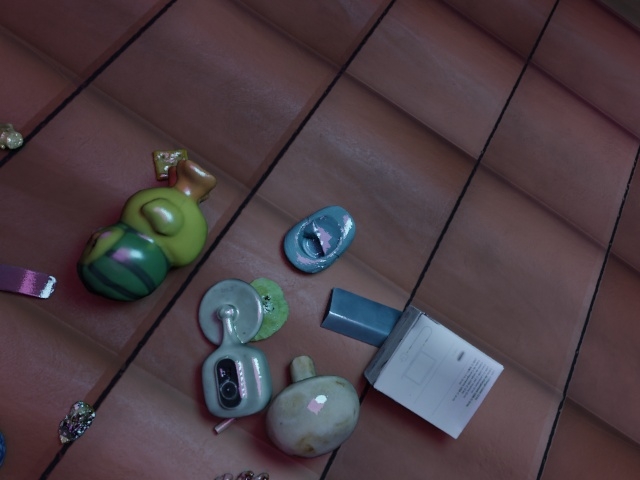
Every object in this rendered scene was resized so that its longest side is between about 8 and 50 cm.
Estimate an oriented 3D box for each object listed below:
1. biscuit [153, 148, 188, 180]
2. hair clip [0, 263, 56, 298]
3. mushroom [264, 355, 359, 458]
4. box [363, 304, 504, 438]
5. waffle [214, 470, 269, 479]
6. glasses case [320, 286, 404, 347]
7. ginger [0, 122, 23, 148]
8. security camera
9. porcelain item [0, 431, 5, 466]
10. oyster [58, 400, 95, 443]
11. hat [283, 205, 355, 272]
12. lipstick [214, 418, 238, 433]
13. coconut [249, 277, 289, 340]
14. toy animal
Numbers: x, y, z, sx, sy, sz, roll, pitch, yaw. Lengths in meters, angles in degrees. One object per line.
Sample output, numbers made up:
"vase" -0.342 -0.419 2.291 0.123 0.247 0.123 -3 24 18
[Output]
"biscuit" -0.371 -0.190 1.172 0.083 0.018 0.081 -7 74 -18
"hair clip" -0.641 0.087 1.001 0.137 0.022 0.054 15 66 -11
"mushroom" -0.025 0.347 1.017 0.208 0.207 0.215 -5 43 -17
"box" 0.263 0.305 1.099 0.252 0.106 0.203 34 88 -7
"waffle" -0.177 0.600 0.948 0.221 0.055 0.234 -13 71 -18
"glasses case" 0.143 0.206 1.167 0.266 0.056 0.105 21 69 -9
"ginger" -0.821 -0.225 1.032 0.288 0.075 0.089 -6 79 -22
"security camera" -0.195 0.229 1.024 0.157 0.080 0.301 -14 75 12
"porcelain item" -0.666 0.396 0.842 0.147 0.114 0.147 4 72 -14
"oyster" -0.497 0.371 0.949 0.054 0.019 0.083 31 67 -5
"hat" 0.000 0.000 1.187 0.191 0.078 0.138 -36 76 -4
"lipstick" -0.190 0.388 1.031 0.094 0.019 0.019 -33 84 -23
"coconut" -0.135 0.162 1.103 0.133 0.055 0.157 15 70 -9
"toy animal" -0.361 -0.006 1.022 0.191 0.216 0.338 48 67 -26
